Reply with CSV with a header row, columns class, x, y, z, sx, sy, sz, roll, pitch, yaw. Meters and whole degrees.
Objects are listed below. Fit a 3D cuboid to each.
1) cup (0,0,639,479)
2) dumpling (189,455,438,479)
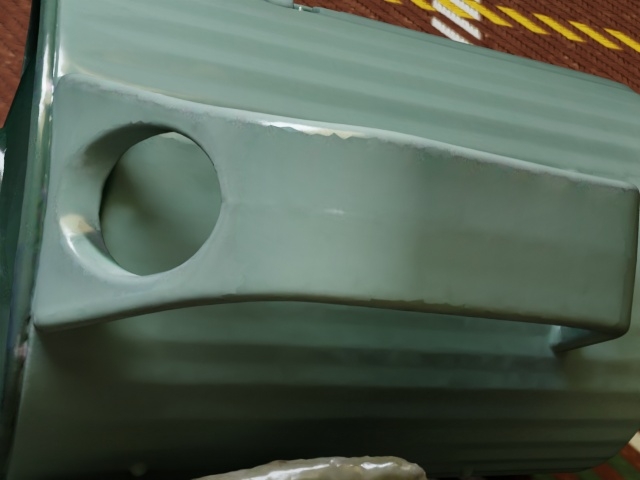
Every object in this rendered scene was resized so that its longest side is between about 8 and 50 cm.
class,x,y,z,sx,sy,sz,roll,pitch,yaw
cup,-0.006,0.021,0.688,0.392,0.310,0.401,6,25,-16
dumpling,-0.103,0.191,0.621,0.332,0.166,0.086,-2,11,0
